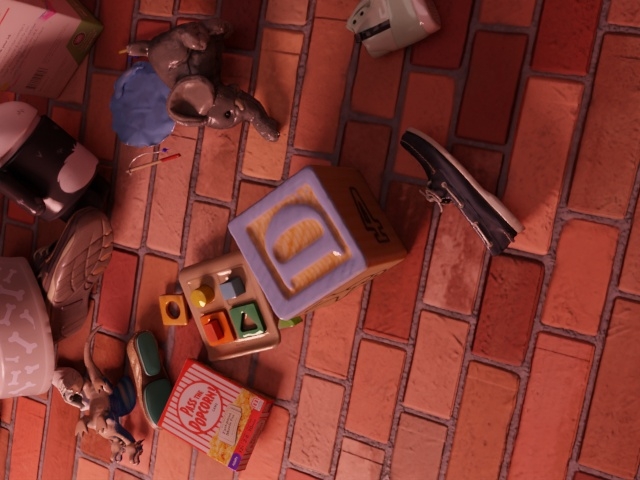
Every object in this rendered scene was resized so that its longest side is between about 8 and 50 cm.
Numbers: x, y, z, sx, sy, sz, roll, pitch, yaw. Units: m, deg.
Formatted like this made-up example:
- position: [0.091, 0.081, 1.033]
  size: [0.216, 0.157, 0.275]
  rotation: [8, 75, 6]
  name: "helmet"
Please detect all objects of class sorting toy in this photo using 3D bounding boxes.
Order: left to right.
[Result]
- position: [-0.183, 0.129, 1.402]
  size: [0.347, 0.047, 0.196]
  rotation: [-17, 92, 31]
  name: "sorting toy"

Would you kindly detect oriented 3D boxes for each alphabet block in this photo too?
- position: [0.000, 0.000, 1.244]
  size: [0.192, 0.197, 0.194]
  rotation: [-32, 80, 22]
  name: "alphabet block"

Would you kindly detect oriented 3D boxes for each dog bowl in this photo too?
- position: [-0.682, 0.173, 1.549]
  size: [0.348, 0.102, 0.349]
  rotation: [18, 114, 45]
  name: "dog bowl"

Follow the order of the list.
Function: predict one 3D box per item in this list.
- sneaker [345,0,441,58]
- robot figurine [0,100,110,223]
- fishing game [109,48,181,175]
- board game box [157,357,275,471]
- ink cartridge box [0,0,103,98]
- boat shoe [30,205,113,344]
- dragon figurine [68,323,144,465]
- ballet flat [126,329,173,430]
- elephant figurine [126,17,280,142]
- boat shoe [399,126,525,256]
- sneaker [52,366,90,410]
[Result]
- position: [0.086, -0.435, 1.234]
  size: [0.151, 0.094, 0.256]
  rotation: [-24, 82, 27]
  name: "sneaker"
- position: [-0.563, -0.149, 1.474]
  size: [0.174, 0.278, 0.209]
  rotation: [-53, 28, -11]
  name: "robot figurine"
- position: [-0.347, -0.271, 1.478]
  size: [0.189, 0.041, 0.264]
  rotation: [-14, 79, 25]
  name: "fishing game"
- position: [-0.203, 0.334, 1.425]
  size: [0.193, 0.045, 0.147]
  rotation: [22, 87, 22]
  name: "board game box"
- position: [-0.623, -0.405, 1.423]
  size: [0.119, 0.353, 0.207]
  rotation: [47, 110, 15]
  name: "ink cartridge box"
- position: [-0.535, 0.063, 1.502]
  size: [0.130, 0.132, 0.355]
  rotation: [41, 121, 17]
  name: "boat shoe"
- position: [-0.441, 0.327, 1.521]
  size: [0.085, 0.144, 0.289]
  rotation: [-16, 76, 12]
  name: "dragon figurine"
- position: [-0.350, 0.285, 1.506]
  size: [0.067, 0.073, 0.206]
  rotation: [-17, 82, 52]
  name: "ballet flat"
- position: [-0.211, -0.273, 1.354]
  size: [0.186, 0.169, 0.240]
  rotation: [-3, 105, 47]
  name: "elephant figurine"
- position: [0.216, -0.081, 1.198]
  size: [0.254, 0.095, 0.079]
  rotation: [44, 98, 7]
  name: "boat shoe"
- position: [-0.537, 0.319, 1.589]
  size: [0.152, 0.061, 0.054]
  rotation: [23, 104, 24]
  name: "sneaker"
